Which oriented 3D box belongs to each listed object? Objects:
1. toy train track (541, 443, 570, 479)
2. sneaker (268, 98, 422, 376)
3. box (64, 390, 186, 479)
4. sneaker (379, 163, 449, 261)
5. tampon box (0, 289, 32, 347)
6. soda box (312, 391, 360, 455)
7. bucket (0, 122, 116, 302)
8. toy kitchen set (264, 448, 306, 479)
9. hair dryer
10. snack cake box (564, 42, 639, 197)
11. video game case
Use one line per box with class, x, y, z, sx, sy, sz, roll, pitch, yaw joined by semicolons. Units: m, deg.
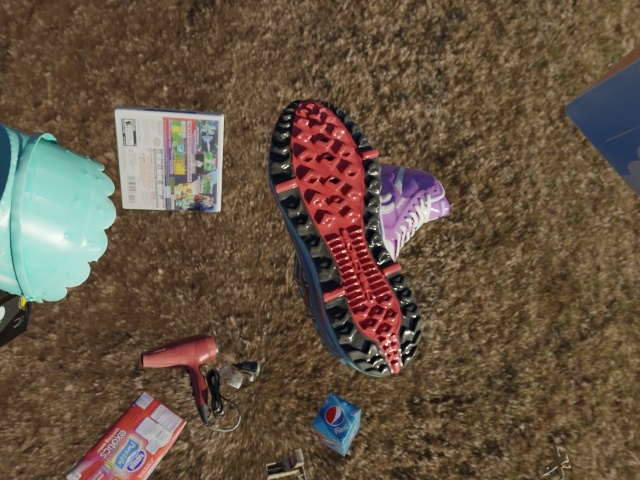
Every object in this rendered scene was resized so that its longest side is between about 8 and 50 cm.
toy train track;0.346;0.329;0.824;0.014;0.083;0.048;4;54;-3
sneaker;0.000;0.000;0.533;0.104;0.125;0.262;-12;84;-23
box;-0.429;0.479;1.233;0.128;0.122;0.257;34;36;3
sneaker;0.156;-0.042;1.010;0.161;0.102;0.282;5;48;2
tampon box;-0.800;0.183;1.378;0.101;0.161;0.120;13;104;0
soda box;0.034;0.365;1.106;0.067;0.210;0.071;26;68;16
bucket;-0.496;-0.050;0.920;0.281;0.183;0.281;-10;69;28
toy kitchen set;-0.078;0.530;1.288;0.075;0.083;0.068;-3;53;-22
hair dryer;-0.305;0.324;1.390;0.293;0.080;0.223;20;34;4
snack cake box;0.244;-0.106;0.216;0.152;0.264;0.089;-41;91;-11
video game case;-0.272;-0.143;1.026;0.183;0.201;0.023;2;36;-11
